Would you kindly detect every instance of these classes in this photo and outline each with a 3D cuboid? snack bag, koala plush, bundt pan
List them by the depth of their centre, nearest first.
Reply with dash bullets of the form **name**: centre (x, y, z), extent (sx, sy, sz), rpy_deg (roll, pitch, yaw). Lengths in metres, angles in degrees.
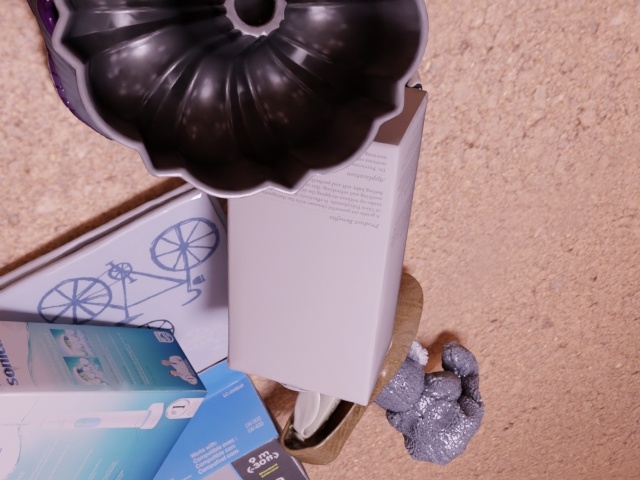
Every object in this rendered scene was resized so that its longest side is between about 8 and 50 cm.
- **bundt pan**: centre (-0.073, -0.209, 0.702), extent (0.330, 0.124, 0.331), rpy_deg (-5, 106, -20)
- **snack bag**: centre (-0.232, 0.096, 1.067), extent (0.323, 0.037, 0.343), rpy_deg (-29, 139, -3)
- **koala plush**: centre (0.147, 0.245, 1.322), extent (0.196, 0.203, 0.221), rpy_deg (-36, 119, 19)

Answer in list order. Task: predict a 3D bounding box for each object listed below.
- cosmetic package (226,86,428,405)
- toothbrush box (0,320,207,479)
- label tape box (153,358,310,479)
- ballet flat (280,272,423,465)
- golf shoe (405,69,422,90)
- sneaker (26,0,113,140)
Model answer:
- **cosmetic package**: centre (0.000, 0.000, 0.947), extent (0.196, 0.155, 0.366), rpy_deg (14, 126, 12)
- **toothbrush box**: centre (-0.325, 0.223, 0.977), extent (0.295, 0.126, 0.216), rpy_deg (9, 121, -46)
- **label tape box**: centre (-0.175, 0.369, 1.286), extent (0.249, 0.115, 0.348), rpy_deg (-28, 138, -5)
- **ballet flat**: centre (0.039, 0.198, 1.213), extent (0.124, 0.116, 0.342), rpy_deg (18, 106, -55)
- **golf shoe**: centre (0.043, -0.146, 0.969), extent (0.077, 0.094, 0.198), rpy_deg (23, 116, -43)
- **sneaker**: centre (-0.231, -0.171, 0.782), extent (0.083, 0.098, 0.224), rpy_deg (-26, 136, -7)
